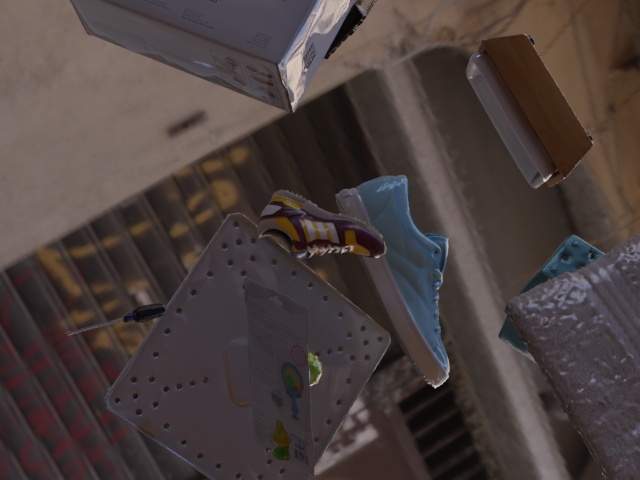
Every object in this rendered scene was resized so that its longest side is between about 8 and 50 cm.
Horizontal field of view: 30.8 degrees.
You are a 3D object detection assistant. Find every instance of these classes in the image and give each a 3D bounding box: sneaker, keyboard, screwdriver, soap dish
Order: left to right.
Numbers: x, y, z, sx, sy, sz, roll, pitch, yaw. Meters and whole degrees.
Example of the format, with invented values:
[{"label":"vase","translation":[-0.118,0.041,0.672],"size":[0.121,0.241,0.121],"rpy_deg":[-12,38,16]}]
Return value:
[{"label":"screwdriver","translation":[-0.293,0.119,1.667],"size":[0.025,0.170,0.024],"rpy_deg":[51,-46,20]},{"label":"sneaker","translation":[0.000,0.000,1.654],"size":[0.185,0.084,0.069],"rpy_deg":[22,-26,12]},{"label":"keyboard","translation":[0.077,-0.385,1.847],"size":[0.033,0.201,0.317],"rpy_deg":[37,25,-7]},{"label":"sneaker","translation":[0.161,0.062,1.920],"size":[0.135,0.150,0.366],"rpy_deg":[-117,-177,-81]},{"label":"soap dish","translation":[0.391,-0.244,2.181],"size":[0.291,0.118,0.229],"rpy_deg":[60,3,4]}]

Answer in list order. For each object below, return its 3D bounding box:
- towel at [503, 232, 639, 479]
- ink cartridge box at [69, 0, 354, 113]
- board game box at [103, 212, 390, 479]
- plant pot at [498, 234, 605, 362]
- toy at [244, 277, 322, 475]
[{"label":"towel","translation":[0.330,0.140,1.168],"size":[0.282,0.187,0.049],"rpy_deg":[61,-10,23]},{"label":"ink cartridge box","translation":[-0.117,-0.347,1.455],"size":[0.309,0.272,0.130],"rpy_deg":[23,-17,16]},{"label":"board game box","translation":[-0.118,0.217,1.986],"size":[0.390,0.390,0.050],"rpy_deg":[39,-17,-22]},{"label":"plant pot","translation":[0.450,0.109,2.097],"size":[0.165,0.166,0.234],"rpy_deg":[35,-27,20]},{"label":"toy","translation":[-0.039,0.172,1.515],"size":[0.137,0.056,0.237],"rpy_deg":[21,-64,48]}]
